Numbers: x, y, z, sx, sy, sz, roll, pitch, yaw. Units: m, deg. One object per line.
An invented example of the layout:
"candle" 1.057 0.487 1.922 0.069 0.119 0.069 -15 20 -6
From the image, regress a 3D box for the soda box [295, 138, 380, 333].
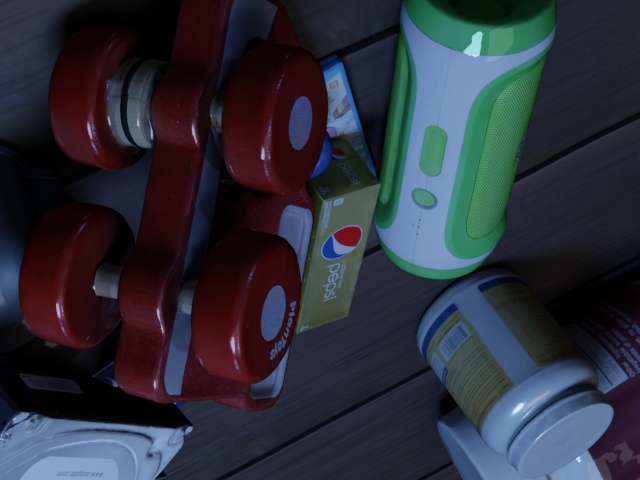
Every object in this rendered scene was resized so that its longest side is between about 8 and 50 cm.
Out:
"soda box" 0.000 0.000 1.121 0.058 0.061 0.181 -19 144 -24

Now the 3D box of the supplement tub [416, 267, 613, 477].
"supplement tub" 0.212 0.144 1.387 0.144 0.199 0.144 -23 145 -17

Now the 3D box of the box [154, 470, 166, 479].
"box" -0.274 0.266 1.179 0.175 0.051 0.220 -44 158 29

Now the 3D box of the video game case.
"video game case" -0.018 -0.075 1.083 0.119 0.015 0.166 -30 146 -6

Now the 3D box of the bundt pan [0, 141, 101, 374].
"bundt pan" -0.305 0.084 0.939 0.331 0.124 0.330 -24 146 -17

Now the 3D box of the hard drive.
"hard drive" -0.270 0.243 0.964 0.339 0.064 0.237 -49 155 8

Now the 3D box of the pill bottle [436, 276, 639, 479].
"pill bottle" 0.357 0.199 1.557 0.392 0.224 0.224 -31 146 -6

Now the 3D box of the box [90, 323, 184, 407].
"box" -0.184 0.135 1.186 0.225 0.036 0.136 -33 147 1

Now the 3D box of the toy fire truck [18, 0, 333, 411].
"toy fire truck" -0.069 -0.025 0.923 0.254 0.169 0.302 15 85 -69

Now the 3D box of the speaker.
"speaker" 0.115 -0.100 1.068 0.131 0.131 0.296 -20 144 -21
